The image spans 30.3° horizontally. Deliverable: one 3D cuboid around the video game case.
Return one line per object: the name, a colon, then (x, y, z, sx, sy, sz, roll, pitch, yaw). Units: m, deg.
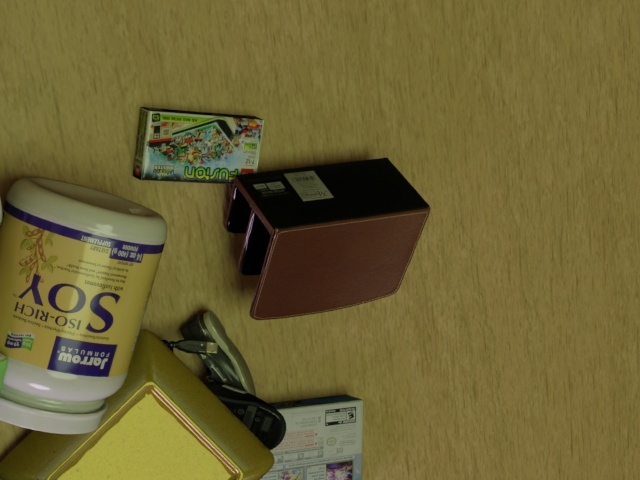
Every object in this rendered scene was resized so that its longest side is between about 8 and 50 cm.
video game case: (-0.050, 0.414, 2.134, 0.270, 0.061, 0.244, -1, 94, -31)

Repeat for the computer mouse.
computer mouse: (-0.176, 0.249, 1.980, 0.262, 0.060, 0.184, 12, 110, -5)

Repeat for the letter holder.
letter holder: (0.000, 0.000, 2.008, 0.302, 0.152, 0.214, -9, 133, -30)

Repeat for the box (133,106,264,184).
box: (-0.195, -0.150, 1.909, 0.207, 0.036, 0.114, 0, 104, -32)

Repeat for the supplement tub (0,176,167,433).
supplement tub: (-0.379, 0.093, 1.742, 0.241, 0.241, 0.331, 13, 97, -34)

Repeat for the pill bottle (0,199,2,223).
pill bottle: (-0.629, -0.043, 1.564, 0.363, 0.210, 0.210, -24, 116, -24)

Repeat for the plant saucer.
plant saucer: (-0.284, 0.371, 1.891, 0.333, 0.081, 0.333, -44, 106, -7)

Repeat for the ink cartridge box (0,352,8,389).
ink cartridge box: (-0.571, 0.251, 1.656, 0.115, 0.198, 0.272, -16, 127, -60)

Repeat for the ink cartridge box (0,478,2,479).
ink cartridge box: (-0.591, 0.487, 1.738, 0.270, 0.197, 0.198, 1, 104, -26)

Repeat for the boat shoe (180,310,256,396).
boat shoe: (-0.171, 0.211, 2.025, 0.065, 0.075, 0.206, -24, 120, 6)
